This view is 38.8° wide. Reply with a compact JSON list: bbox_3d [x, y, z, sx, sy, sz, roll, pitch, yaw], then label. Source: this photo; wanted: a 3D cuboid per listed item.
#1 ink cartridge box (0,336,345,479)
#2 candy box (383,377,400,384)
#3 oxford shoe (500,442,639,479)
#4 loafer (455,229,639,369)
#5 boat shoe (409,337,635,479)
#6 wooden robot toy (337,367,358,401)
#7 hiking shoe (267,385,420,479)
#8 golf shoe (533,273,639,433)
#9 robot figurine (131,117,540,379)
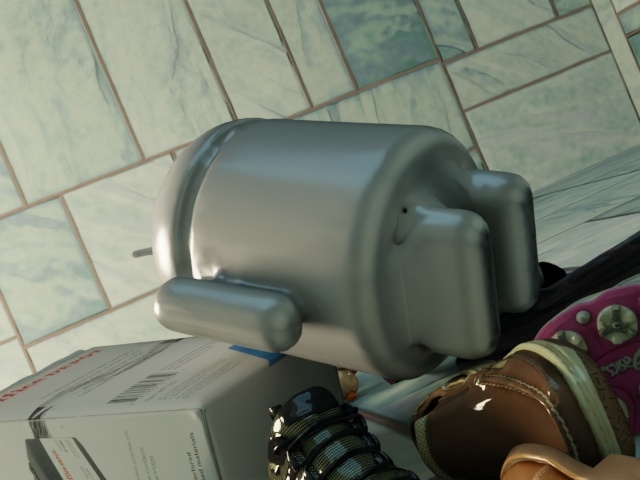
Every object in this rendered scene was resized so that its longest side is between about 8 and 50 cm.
[{"bbox_3d":[-0.160,0.181,0.864,0.307,0.129,0.223,-9,9,29],"label":"ink cartridge box"},{"bbox_3d":[0.112,0.064,0.952,0.159,0.071,0.233,-54,-14,4],"label":"candy box"},{"bbox_3d":[0.120,0.140,0.413,0.212,0.076,0.076,110,-174,-78],"label":"oxford shoe"},{"bbox_3d":[0.259,0.045,0.917,0.302,0.095,0.109,-24,1,29],"label":"loafer"},{"bbox_3d":[0.111,0.126,0.579,0.095,0.095,0.257,-23,-10,-8],"label":"boat shoe"},{"bbox_3d":[0.033,0.155,1.092,0.076,0.079,0.173,8,-54,-35],"label":"wooden robot toy"},{"bbox_3d":[0.007,0.151,0.565,0.086,0.114,0.227,-26,-1,-22],"label":"hiking shoe"},{"bbox_3d":[0.293,0.035,0.619,0.306,0.115,0.140,-21,-1,21],"label":"golf shoe"},{"bbox_3d":[0.000,0.000,0.764,0.353,0.200,0.300,9,27,37],"label":"robot figurine"}]
